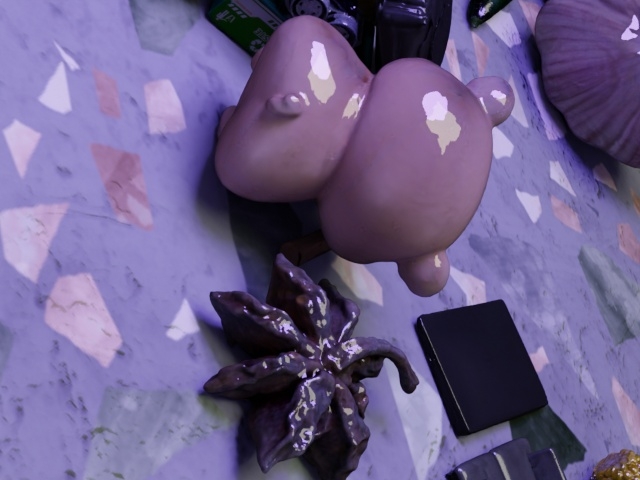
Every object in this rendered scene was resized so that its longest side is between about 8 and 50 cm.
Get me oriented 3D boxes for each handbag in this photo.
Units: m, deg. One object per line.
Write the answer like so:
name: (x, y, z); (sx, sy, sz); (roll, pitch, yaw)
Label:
handbag: (0.099, -0.215, 1.271); (0.247, 0.080, 0.223); (88, 7, -50)

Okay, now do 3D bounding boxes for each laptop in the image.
laptop: (0.176, 0.134, 1.300); (0.197, 0.016, 0.135); (-3, 68, -54)

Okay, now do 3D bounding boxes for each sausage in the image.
sausage: (0.000, 0.000, 1.158); (0.116, 0.026, 0.026); (-26, 88, -56)

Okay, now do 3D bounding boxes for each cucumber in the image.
cucumber: (0.266, -0.374, 1.733); (0.056, 0.056, 0.284); (52, 36, -13)

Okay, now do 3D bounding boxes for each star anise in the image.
star anise: (0.001, 0.110, 1.027); (0.231, 0.089, 0.209); (-25, 94, -44)

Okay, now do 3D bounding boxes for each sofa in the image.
sofa: (0.198, 0.247, 1.206); (0.147, 0.060, 0.085); (-6, 71, -53)

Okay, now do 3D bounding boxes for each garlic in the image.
garlic: (0.468, -0.254, 1.698); (0.317, 0.317, 0.259); (62, 8, 1)

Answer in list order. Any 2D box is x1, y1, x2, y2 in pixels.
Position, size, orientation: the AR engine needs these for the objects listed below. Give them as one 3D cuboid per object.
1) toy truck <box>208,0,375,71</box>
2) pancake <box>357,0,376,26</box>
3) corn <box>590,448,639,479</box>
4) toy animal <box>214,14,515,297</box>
toy truck: (-0.041, -0.253, 1.197); (0.253, 0.124, 0.114); (36, 41, -29)
pancake: (-0.022, -0.413, 1.367); (0.387, 0.082, 0.387); (26, 52, -38)
corn: (0.399, 0.357, 1.361); (0.260, 0.091, 0.091); (54, 38, -2)
toy animal: (0.029, -0.094, 1.082); (0.221, 0.229, 0.210); (24, 91, -42)
